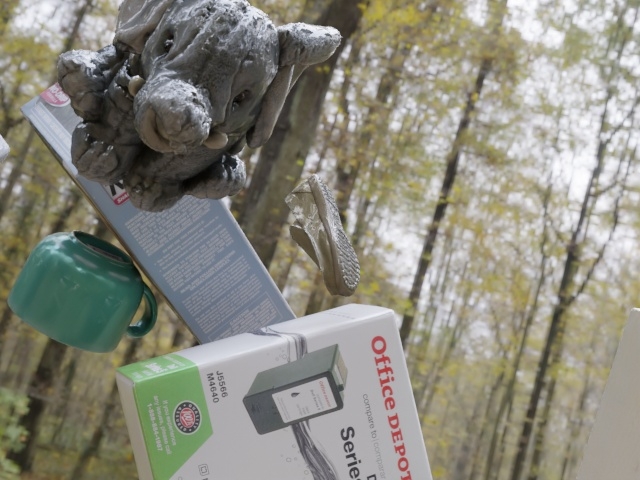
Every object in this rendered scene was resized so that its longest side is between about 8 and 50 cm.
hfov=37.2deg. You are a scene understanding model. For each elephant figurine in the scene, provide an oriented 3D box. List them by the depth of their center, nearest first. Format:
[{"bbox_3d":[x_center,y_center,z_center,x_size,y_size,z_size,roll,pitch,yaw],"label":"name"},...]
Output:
[{"bbox_3d":[-0.071,-0.115,0.629,0.170,0.185,0.239,-4,-12,-27],"label":"elephant figurine"}]

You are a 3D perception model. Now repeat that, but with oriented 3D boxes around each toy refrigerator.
[{"bbox_3d":[0.303,0.203,0.872,0.102,0.269,0.094,8,11,-39],"label":"toy refrigerator"}]

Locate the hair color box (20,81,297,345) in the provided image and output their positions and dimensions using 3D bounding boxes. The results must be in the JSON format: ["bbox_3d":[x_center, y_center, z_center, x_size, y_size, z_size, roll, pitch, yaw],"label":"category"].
[{"bbox_3d":[-0.167,-0.011,1.080,0.185,0.114,0.374,40,-16,47],"label":"hair color box"}]

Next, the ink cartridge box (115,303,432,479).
[{"bbox_3d":[-0.044,0.191,0.953,0.273,0.198,0.115,-14,4,-21],"label":"ink cartridge box"}]

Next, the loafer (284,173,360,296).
[{"bbox_3d":[0.000,0.000,0.970,0.050,0.148,0.056,-27,-39,15],"label":"loafer"}]

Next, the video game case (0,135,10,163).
[{"bbox_3d":[-0.434,-0.123,0.686,0.036,0.329,0.300,-33,-84,36],"label":"video game case"}]

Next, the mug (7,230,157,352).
[{"bbox_3d":[-0.255,0.049,1.047,0.130,0.097,0.158,30,6,14],"label":"mug"}]
